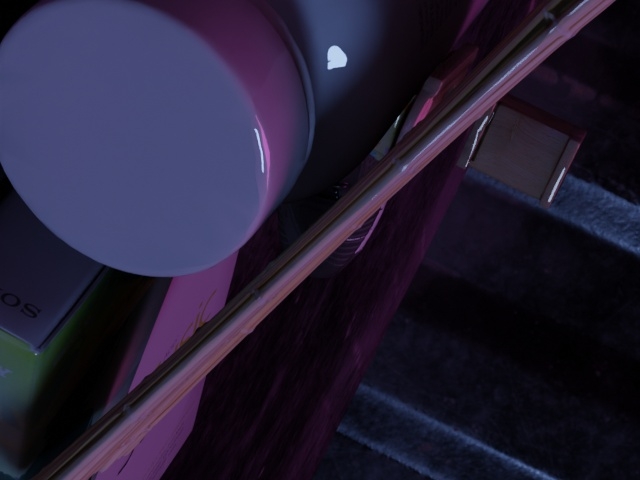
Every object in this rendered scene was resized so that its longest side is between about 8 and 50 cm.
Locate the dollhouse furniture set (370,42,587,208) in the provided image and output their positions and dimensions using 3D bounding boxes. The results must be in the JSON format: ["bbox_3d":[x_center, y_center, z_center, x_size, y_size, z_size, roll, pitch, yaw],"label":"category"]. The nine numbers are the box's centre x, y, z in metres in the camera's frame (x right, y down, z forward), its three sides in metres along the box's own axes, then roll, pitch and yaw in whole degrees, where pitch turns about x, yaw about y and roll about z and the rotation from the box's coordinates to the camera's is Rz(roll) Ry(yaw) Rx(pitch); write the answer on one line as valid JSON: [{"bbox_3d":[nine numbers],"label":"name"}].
[{"bbox_3d":[0.062,-0.117,0.917,0.161,0.182,0.101,-67,171,22],"label":"dollhouse furniture set"}]

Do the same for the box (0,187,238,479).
[{"bbox_3d":[-0.108,0.062,0.832,0.232,0.058,0.322,-57,168,-42],"label":"box"}]

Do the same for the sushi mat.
[{"bbox_3d":[0.000,0.000,0.653,0.316,0.019,0.151,-43,178,22],"label":"sushi mat"}]

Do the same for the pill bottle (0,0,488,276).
[{"bbox_3d":[-0.021,-0.087,0.662,0.229,0.131,0.131,-53,166,-52],"label":"pill bottle"}]

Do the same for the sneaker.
[{"bbox_3d":[0.009,-0.074,1.111,0.106,0.078,0.234,-43,153,-62],"label":"sneaker"}]
